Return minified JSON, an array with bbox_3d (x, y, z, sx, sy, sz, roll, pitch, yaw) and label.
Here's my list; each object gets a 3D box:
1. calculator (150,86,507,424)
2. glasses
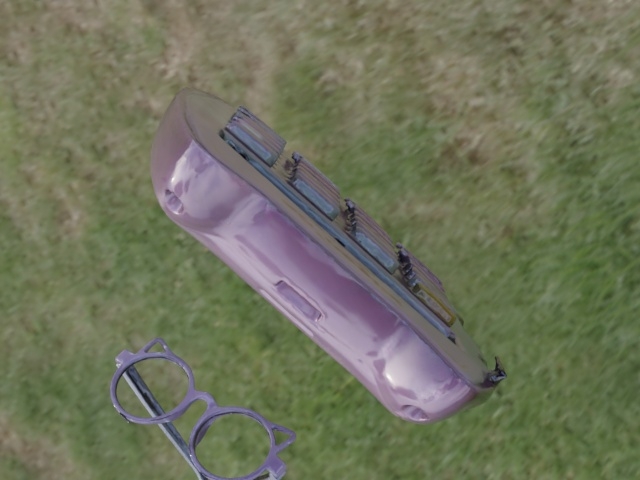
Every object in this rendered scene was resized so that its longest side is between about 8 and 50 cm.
[{"bbox_3d":[-0.001,0.001,0.741,0.194,0.294,0.043,41,97,-4],"label":"calculator"},{"bbox_3d":[-0.077,0.139,1.017,0.140,0.062,0.104,30,149,26],"label":"glasses"}]
